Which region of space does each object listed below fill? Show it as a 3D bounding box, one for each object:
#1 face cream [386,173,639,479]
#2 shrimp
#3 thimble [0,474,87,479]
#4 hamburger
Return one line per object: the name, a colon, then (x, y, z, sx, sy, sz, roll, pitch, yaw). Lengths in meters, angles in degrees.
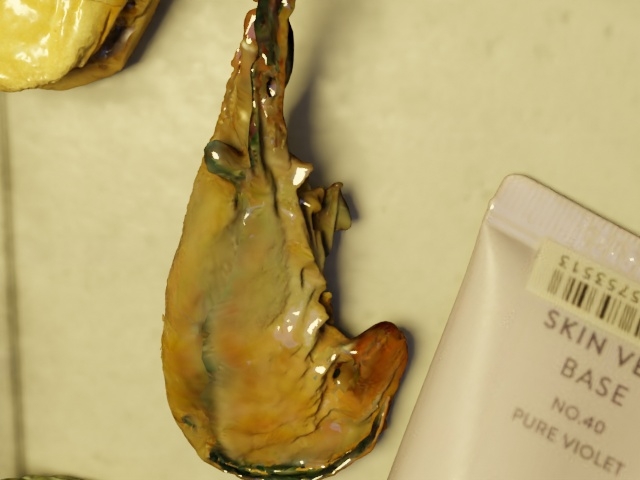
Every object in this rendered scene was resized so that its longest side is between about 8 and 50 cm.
face cream: (0.092, 0.122, 0.562, 0.154, 0.096, 0.274, 28, 88, 4)
shrimp: (-0.007, -0.006, 0.556, 0.117, 0.066, 0.262, 9, 116, -11)
thimble: (-0.118, 0.158, 0.582, 0.110, 0.084, 0.062, 13, 101, 5)
hamburger: (-0.136, -0.140, 0.534, 0.147, 0.083, 0.138, 26, 105, 2)
